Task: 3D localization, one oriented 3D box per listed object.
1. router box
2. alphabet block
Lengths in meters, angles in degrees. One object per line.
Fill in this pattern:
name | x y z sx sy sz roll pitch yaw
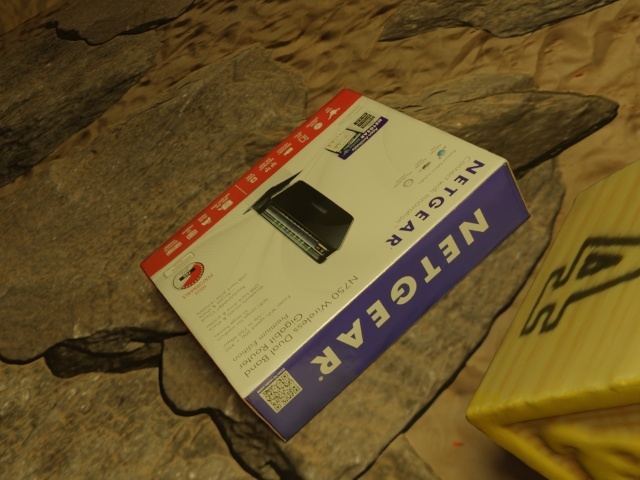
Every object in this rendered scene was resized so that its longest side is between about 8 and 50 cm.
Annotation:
router box | 0.000 0.000 0.851 0.335 0.082 0.301 -42 37 -9
alphabet block | 0.237 0.065 0.459 0.197 0.192 0.193 -57 3 -25
